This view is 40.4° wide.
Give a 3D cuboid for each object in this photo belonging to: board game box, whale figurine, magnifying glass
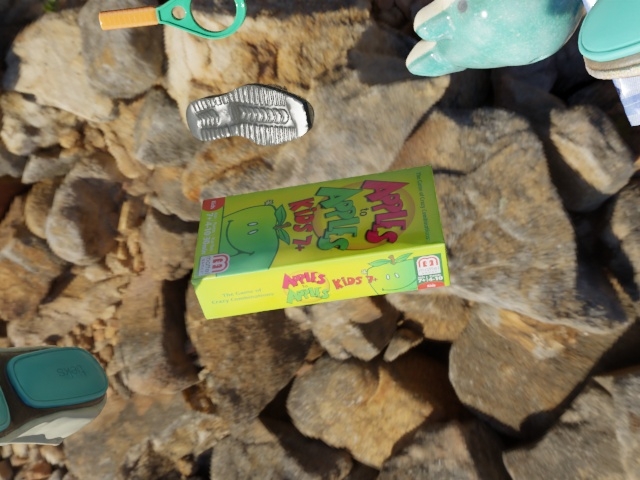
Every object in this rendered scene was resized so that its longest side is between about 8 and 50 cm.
[{"bbox_3d":[0.000,0.000,0.652,0.181,0.092,0.043,-9,131,7],"label":"board game box"},{"bbox_3d":[0.215,-0.263,1.086,0.216,0.272,0.141,-17,79,-28],"label":"whale figurine"},{"bbox_3d":[-0.228,-0.353,1.349,0.230,0.026,0.092,-5,118,4],"label":"magnifying glass"}]

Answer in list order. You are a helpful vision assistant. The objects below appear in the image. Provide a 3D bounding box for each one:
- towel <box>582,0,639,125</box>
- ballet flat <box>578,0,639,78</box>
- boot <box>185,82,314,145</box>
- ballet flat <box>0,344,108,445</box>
[{"bbox_3d":[0.309,-0.202,0.585,0.284,0.034,0.209,-12,110,41],"label":"towel"},{"bbox_3d":[0.284,-0.164,0.494,0.106,0.316,0.108,24,64,-16],"label":"ballet flat"},{"bbox_3d":[-0.059,-0.177,1.118,0.197,0.137,0.077,10,116,37],"label":"boot"},{"bbox_3d":[-0.236,0.111,0.590,0.086,0.248,0.086,-4,77,19],"label":"ballet flat"}]
